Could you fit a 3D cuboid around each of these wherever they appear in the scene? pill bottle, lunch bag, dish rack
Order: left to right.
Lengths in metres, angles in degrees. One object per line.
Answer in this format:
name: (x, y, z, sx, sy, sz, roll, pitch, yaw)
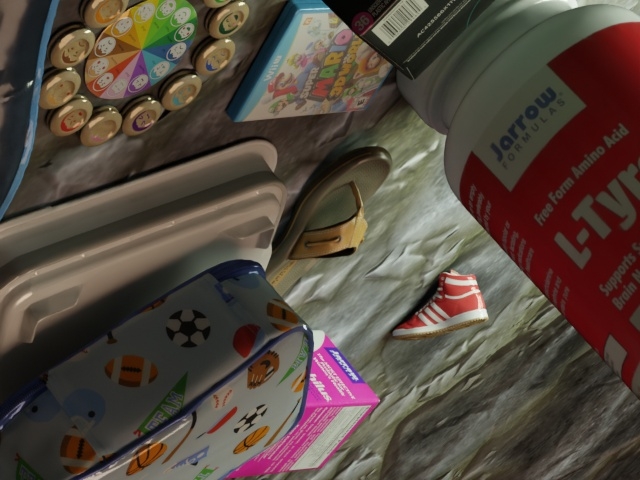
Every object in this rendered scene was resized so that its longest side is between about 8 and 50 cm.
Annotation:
dish rack: (-0.174, 0.063, 1.439, 0.332, 0.072, 0.286, -22, 149, -35)
lunch bag: (-0.149, 0.162, 1.421, 0.303, 0.115, 0.243, -31, 156, -23)
pill bottle: (0.255, -0.052, 1.438, 0.229, 0.408, 0.229, -32, 154, -18)

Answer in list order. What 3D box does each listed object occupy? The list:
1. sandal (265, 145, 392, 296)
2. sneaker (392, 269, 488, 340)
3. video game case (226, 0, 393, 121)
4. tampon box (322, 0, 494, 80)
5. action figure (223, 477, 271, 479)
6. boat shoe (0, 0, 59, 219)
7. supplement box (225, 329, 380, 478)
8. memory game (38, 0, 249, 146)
sandal: (0.000, 0.000, 1.581, 0.219, 0.060, 0.090, -49, 154, 18)
sneaker: (0.132, 0.074, 1.921, 0.118, 0.067, 0.042, -17, 167, 25)
video game case: (0.008, -0.152, 1.397, 0.166, 0.015, 0.119, -10, 142, -47)
tampon box: (0.039, -0.216, 1.162, 0.120, 0.161, 0.101, -45, 154, 8)
action figure: (-0.141, 0.224, 1.709, 0.063, 0.137, 0.232, -51, 144, 8)
boat shoe: (-0.231, -0.118, 1.053, 0.089, 0.109, 0.258, -8, 124, -38)
supplement box: (-0.057, 0.165, 1.714, 0.114, 0.111, 0.220, -50, 154, 19)
memory game: (-0.129, -0.139, 1.232, 0.186, 0.012, 0.186, -32, 154, -17)
